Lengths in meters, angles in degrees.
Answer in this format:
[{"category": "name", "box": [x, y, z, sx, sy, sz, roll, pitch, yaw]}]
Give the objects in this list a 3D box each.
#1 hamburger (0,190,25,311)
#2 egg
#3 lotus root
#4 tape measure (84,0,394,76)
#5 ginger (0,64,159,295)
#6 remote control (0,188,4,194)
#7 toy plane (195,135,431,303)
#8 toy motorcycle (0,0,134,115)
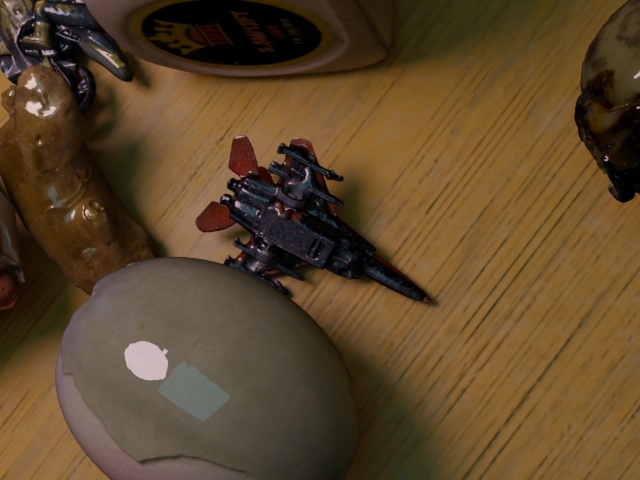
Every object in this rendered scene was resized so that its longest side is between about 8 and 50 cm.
[{"category": "hamburger", "box": [-0.328, 0.016, 1.197, 0.210, 0.173, 0.116, -20, 36, 32]}, {"category": "egg", "box": [-0.073, 0.114, 1.103, 0.217, 0.183, 0.183, 29, 87, 27]}, {"category": "lotus root", "box": [0.323, -0.135, 1.071, 0.309, 0.173, 0.173, -31, 73, 7]}, {"category": "tape measure", "box": [-0.075, -0.218, 1.126, 0.231, 0.271, 0.133, 0, 79, 13]}, {"category": "ginger", "box": [-0.205, -0.035, 1.215, 0.115, 0.081, 0.205, -16, 101, 31]}, {"category": "remote control", "box": [-0.330, -0.076, 1.291, 0.065, 0.029, 0.166, -41, 67, 5]}, {"category": "toy plane", "box": [-0.002, 0.001, 1.172, 0.189, 0.061, 0.130, 32, 111, 15]}, {"category": "toy motorcycle", "box": [-0.224, -0.190, 1.271, 0.124, 0.061, 0.193, -42, 70, 1]}]
